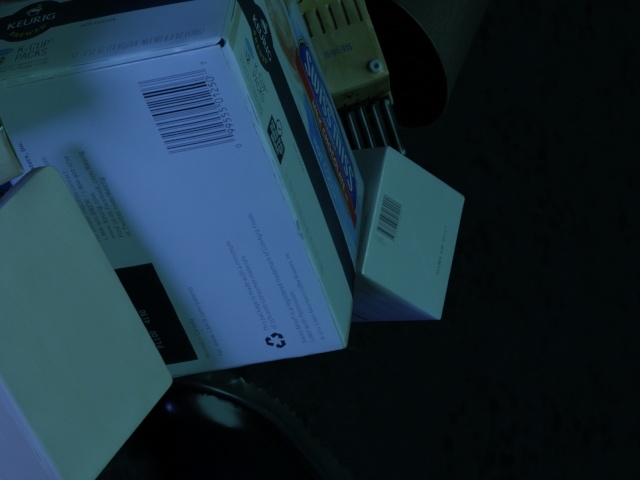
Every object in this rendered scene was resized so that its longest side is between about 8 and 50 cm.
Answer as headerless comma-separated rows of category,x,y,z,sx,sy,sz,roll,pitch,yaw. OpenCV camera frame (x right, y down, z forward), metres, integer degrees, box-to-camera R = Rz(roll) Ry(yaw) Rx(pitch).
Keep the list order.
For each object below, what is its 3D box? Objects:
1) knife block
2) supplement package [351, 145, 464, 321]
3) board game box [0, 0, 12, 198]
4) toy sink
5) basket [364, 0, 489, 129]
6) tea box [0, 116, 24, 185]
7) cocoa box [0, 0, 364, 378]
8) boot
knife block,0.014,-0.198,2.037,0.242,0.088,0.275,77,-6,-82
supplement package,0.000,0.000,1.927,0.134,0.244,0.139,31,64,-44
board game box,-0.293,-0.131,1.745,0.194,0.060,0.194,-41,117,-42
toy sink,-0.252,0.074,1.541,0.153,0.131,0.234,-53,128,-39
basket,0.108,-0.273,2.153,0.204,0.154,0.227,54,46,-24
tea box,-0.448,-0.124,1.378,0.329,0.220,0.323,-29,109,-23
cocoa box,-0.119,-0.084,1.665,0.228,0.231,0.347,-82,156,-49
boot,-0.094,0.294,1.880,0.348,0.131,0.260,44,56,-37
